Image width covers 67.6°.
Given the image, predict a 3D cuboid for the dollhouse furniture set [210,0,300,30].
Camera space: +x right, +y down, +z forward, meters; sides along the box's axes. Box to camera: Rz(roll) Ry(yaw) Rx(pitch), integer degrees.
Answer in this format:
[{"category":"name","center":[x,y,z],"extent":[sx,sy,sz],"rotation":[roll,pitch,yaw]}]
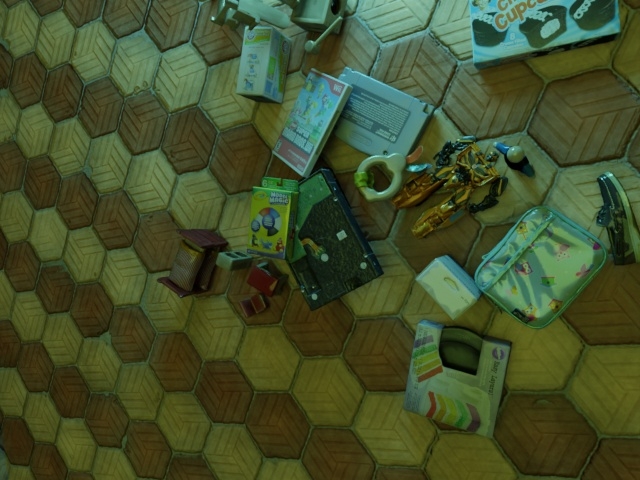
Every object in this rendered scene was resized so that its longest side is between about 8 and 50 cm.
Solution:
[{"category":"dollhouse furniture set","center":[-0.214,-0.713,1.447],"extent":[0.356,0.174,0.303],"rotation":[-5,75,59]}]

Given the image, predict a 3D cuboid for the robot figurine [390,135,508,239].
[{"category":"robot figurine","center":[0.341,-0.139,1.264],"extent":[0.291,0.085,0.211],"rotation":[-38,78,22]}]

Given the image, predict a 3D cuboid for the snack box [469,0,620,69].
[{"category":"snack box","center":[0.536,-0.551,1.167],"extent":[0.322,0.060,0.187],"rotation":[-5,90,25]}]

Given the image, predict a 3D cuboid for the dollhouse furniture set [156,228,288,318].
[{"category":"dollhouse furniture set","center":[-0.319,0.125,1.549],"extent":[0.374,0.152,0.201],"rotation":[28,104,21]}]

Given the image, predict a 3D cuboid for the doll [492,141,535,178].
[{"category":"doll","center":[0.467,-0.195,1.145],"extent":[0.129,0.189,0.046],"rotation":[47,110,15]}]

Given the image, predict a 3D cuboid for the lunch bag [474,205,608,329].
[{"category":"lunch bag","center":[0.527,0.065,1.174],"extent":[0.224,0.108,0.279],"rotation":[41,108,18]}]

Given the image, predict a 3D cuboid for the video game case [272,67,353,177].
[{"category":"video game case","center":[-0.032,-0.351,1.416],"extent":[0.204,0.025,0.285],"rotation":[43,111,45]}]

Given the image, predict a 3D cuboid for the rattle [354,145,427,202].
[{"category":"rattle","center":[0.196,-0.182,1.323],"extent":[0.200,0.143,0.130],"rotation":[-35,68,5]}]

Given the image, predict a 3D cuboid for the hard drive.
[{"category":"hard drive","center":[0.000,0.000,1.359],"extent":[0.237,0.064,0.338],"rotation":[-32,82,23]}]

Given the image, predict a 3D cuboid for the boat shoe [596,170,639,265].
[{"category":"boat shoe","center":[0.683,-0.047,1.112],"extent":[0.073,0.080,0.223],"rotation":[-21,88,19]}]

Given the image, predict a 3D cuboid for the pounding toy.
[{"category":"pounding toy","center":[0.012,-0.635,1.381],"extent":[0.181,0.094,0.206],"rotation":[21,102,32]}]

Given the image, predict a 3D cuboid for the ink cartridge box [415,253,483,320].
[{"category":"ink cartridge box","center":[0.335,0.114,1.221],"extent":[0.082,0.191,0.139],"rotation":[-47,73,20]}]

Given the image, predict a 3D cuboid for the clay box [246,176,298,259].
[{"category":"clay box","center":[-0.135,-0.065,1.352],"extent":[0.128,0.053,0.221],"rotation":[9,99,23]}]

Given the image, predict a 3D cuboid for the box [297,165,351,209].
[{"category":"box","center":[-0.022,-0.115,1.439],"extent":[0.180,0.077,0.147],"rotation":[-30,81,24]}]

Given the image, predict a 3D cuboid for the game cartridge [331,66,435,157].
[{"category":"game cartridge","center":[0.151,-0.347,1.362],"extent":[0.297,0.062,0.198],"rotation":[33,110,20]}]

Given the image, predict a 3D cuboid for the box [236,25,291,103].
[{"category":"box","center":[-0.174,-0.537,1.470],"extent":[0.103,0.114,0.203],"rotation":[12,97,26]}]

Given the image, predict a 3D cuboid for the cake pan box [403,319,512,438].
[{"category":"cake pan box","center":[0.366,0.362,1.288],"extent":[0.246,0.070,0.266],"rotation":[13,97,22]}]
